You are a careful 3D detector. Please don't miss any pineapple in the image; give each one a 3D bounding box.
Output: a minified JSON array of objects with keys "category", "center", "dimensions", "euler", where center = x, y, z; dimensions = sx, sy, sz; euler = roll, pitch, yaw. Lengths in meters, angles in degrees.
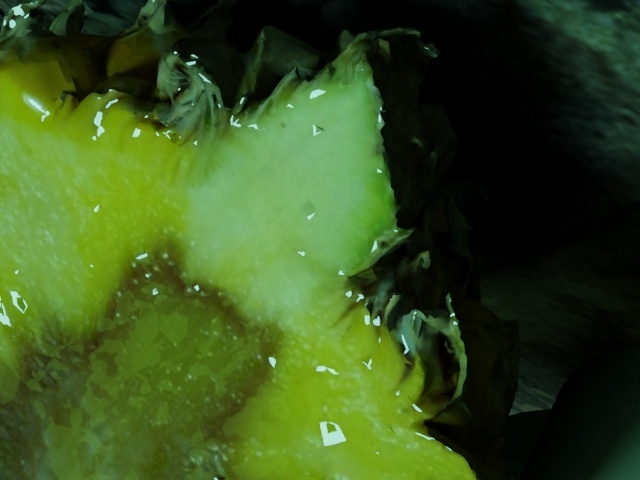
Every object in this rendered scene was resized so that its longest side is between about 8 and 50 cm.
[{"category":"pineapple","center":[0.002,-0.002,0.723],"dimensions":[0.344,0.209,0.286],"euler":[41,127,6]}]

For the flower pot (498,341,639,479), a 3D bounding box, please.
[{"category":"flower pot","center":[0.222,0.189,0.834],"dimensions":[0.367,0.164,0.254],"euler":[34,155,-10]}]
